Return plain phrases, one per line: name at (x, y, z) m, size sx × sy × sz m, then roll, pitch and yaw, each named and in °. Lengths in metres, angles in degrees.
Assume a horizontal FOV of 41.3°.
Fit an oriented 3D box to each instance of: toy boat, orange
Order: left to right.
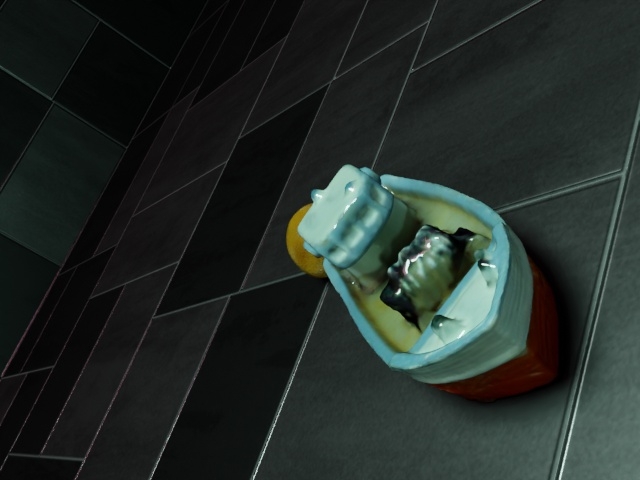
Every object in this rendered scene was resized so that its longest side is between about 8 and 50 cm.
orange at (0.000, 0.000, 0.926) m, size 0.085 × 0.085 × 0.085 m, roll -44°, pitch 26°, yaw 28°
toy boat at (0.073, 0.020, 0.682) m, size 0.145 × 0.133 × 0.332 m, roll -54°, pitch 24°, yaw 4°
